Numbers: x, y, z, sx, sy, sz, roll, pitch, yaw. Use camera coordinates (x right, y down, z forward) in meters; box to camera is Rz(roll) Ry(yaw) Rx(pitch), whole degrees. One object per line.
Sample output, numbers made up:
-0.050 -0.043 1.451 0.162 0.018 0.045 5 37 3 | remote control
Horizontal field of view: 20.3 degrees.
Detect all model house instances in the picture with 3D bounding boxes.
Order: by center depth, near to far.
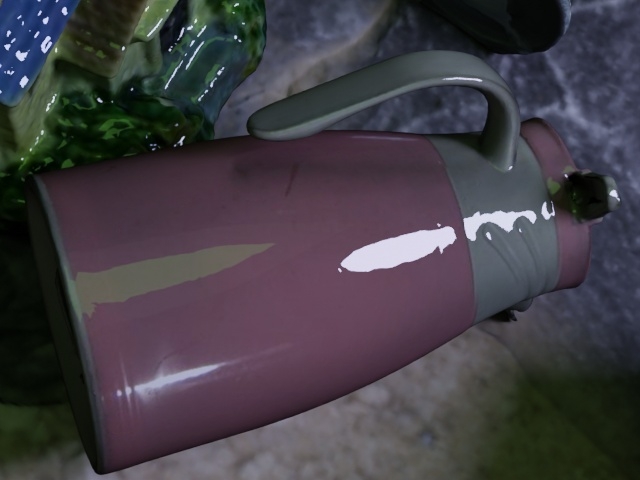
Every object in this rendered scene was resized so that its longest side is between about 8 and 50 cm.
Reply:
-0.136 -0.124 0.891 0.195 0.189 0.214 27 67 9 | model house

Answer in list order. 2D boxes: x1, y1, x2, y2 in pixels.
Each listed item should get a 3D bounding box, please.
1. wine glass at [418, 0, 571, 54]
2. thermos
0.149 -0.227 0.992 0.126 0.126 0.241 33 71 9 | wine glass
0.000 0.000 0.863 0.265 0.176 0.146 -15 44 -12 | thermos
